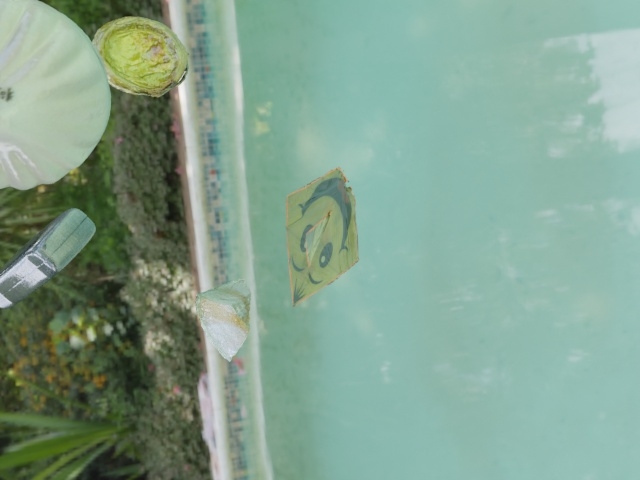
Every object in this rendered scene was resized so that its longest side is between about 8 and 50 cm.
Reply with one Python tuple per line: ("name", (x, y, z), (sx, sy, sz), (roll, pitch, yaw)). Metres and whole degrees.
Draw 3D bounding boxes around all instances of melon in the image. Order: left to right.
("melon", (-0.200, 0.141, 1.587), (0.093, 0.139, 0.203), (-37, 35, 35))

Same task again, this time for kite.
("kite", (0.002, 0.001, 1.704), (0.377, 0.013, 0.328), (46, -118, -55))

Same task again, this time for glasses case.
("glasses case", (-0.552, 0.040, 1.481), (0.323, 0.074, 0.131), (-26, 27, 45))

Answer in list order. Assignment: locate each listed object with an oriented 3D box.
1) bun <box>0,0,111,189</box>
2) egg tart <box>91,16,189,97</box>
("bun", (-0.403, -0.172, 0.940), (0.175, 0.263, 0.263), (-111, 17, -67))
("egg tart", (-0.502, -0.502, 2.107), (0.095, 0.278, 0.279), (120, 140, -60))
